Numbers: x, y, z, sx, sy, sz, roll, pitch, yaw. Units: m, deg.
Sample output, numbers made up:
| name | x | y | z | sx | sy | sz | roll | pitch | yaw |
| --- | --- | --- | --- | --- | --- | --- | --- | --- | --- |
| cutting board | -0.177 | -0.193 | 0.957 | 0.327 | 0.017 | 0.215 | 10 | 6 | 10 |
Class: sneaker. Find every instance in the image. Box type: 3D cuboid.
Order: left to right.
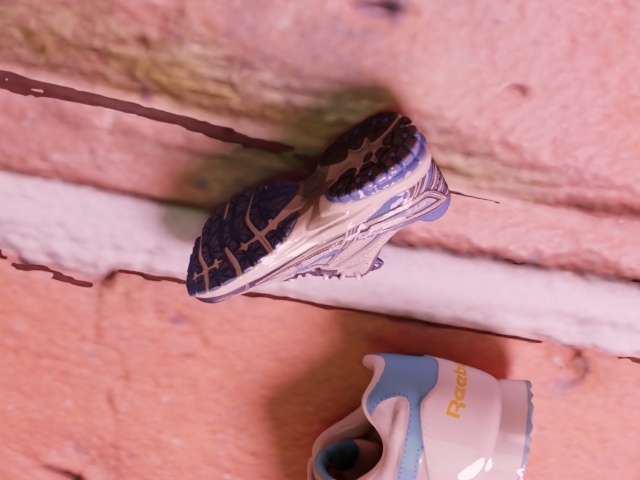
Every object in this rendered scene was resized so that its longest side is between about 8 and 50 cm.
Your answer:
| name | x | y | z | sx | sy | sz | roll | pitch | yaw |
| --- | --- | --- | --- | --- | --- | --- | --- | --- | --- |
| sneaker | 0.000 | 0.000 | 0.658 | 0.135 | 0.052 | 0.058 | -28 | 130 | 22 |
| sneaker | 0.030 | 0.149 | 0.773 | 0.092 | 0.087 | 0.228 | 19 | 122 | -7 |
